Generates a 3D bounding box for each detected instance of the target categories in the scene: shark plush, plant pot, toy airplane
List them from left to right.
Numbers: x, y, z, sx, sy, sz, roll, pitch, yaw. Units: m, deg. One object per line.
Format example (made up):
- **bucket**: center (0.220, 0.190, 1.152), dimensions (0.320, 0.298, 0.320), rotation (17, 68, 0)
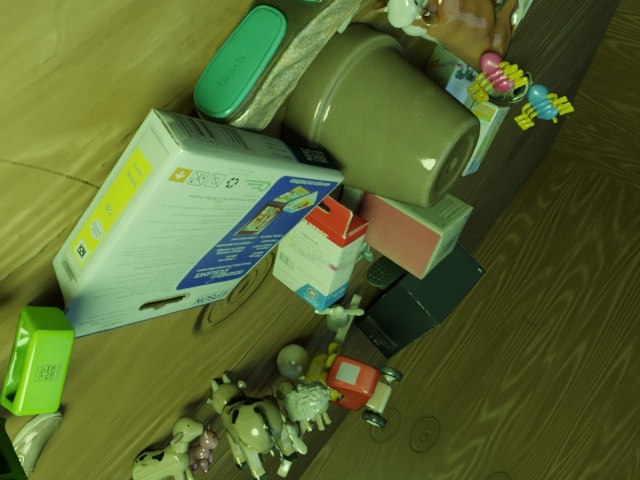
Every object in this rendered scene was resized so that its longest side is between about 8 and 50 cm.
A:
- **toy airplane**: center (0.000, 0.357, 1.204), dimensions (0.384, 0.272, 0.386), rotation (-53, -165, 20)
- **shark plush**: center (0.091, 0.007, 1.117), dimensions (0.067, 0.073, 0.161), rotation (-16, 150, -10)
- **plant pot**: center (0.108, -0.164, 0.710), dimensions (0.263, 0.229, 0.263), rotation (-43, 154, -26)

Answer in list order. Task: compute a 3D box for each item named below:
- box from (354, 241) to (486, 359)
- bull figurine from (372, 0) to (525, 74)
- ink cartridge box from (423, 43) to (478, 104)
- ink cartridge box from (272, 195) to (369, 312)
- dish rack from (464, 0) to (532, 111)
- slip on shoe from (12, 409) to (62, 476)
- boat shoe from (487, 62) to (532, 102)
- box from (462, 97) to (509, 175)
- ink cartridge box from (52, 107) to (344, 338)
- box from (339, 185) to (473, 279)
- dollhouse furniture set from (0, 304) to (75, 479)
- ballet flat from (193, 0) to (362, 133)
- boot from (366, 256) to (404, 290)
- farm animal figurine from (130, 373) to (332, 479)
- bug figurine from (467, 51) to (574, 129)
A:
- **box**: center (0.338, 0.192, 1.557), dimensions (0.343, 0.179, 0.312), rotation (-34, 168, -40)
- **bull figurine**: center (0.219, -0.385, 0.726), dimensions (0.310, 0.101, 0.188), rotation (11, 106, -43)
- **ink cartridge box**: center (0.269, -0.355, 0.903), dimensions (0.061, 0.104, 0.181), rotation (13, 114, -25)
- **ink cartridge box**: center (0.000, 0.000, 0.831), dimensions (0.078, 0.134, 0.231), rotation (-29, 146, -44)
- **dish rack**: center (0.363, -0.405, 1.007), dimensions (0.333, 0.072, 0.285), rotation (-67, 171, 24)
- **slip on shoe**: center (-0.385, 0.285, 0.591), dimensions (0.135, 0.041, 0.051), rotation (-49, 155, -14)
- **boat shoe**: center (0.551, -0.448, 1.325), dimensions (0.302, 0.103, 0.113), rotation (-26, 143, -49)
- **box**: center (0.422, -0.299, 1.275), dimensions (0.114, 0.103, 0.203), rotation (-24, 141, -50)
- **ink cartridge box**: center (-0.154, -0.008, 0.579), dimensions (0.307, 0.072, 0.303), rotation (-41, 164, 25)
- **box**: center (0.171, -0.053, 0.960), dimensions (0.148, 0.232, 0.127), rotation (-32, 148, -42)
- **dollhouse furniture set**: center (-0.392, 0.131, 0.356), dimensions (0.301, 0.151, 0.197), rotation (14, 89, -47)
- **ballet flat**: center (-0.025, -0.251, 0.518), dimensions (0.316, 0.107, 0.106), rotation (-48, 161, 8)
- **boot**: center (0.223, 0.116, 1.475), dimensions (0.246, 0.083, 0.161), rotation (-32, 153, -39)
- **farm animal figurine**: center (-0.183, 0.367, 0.903), dimensions (0.327, 0.172, 0.330), rotation (-21, -177, 41)
- **bug figurine**: center (0.290, -0.241, 0.832), dimensions (0.216, 0.279, 0.072), rotation (29, 57, -42)
